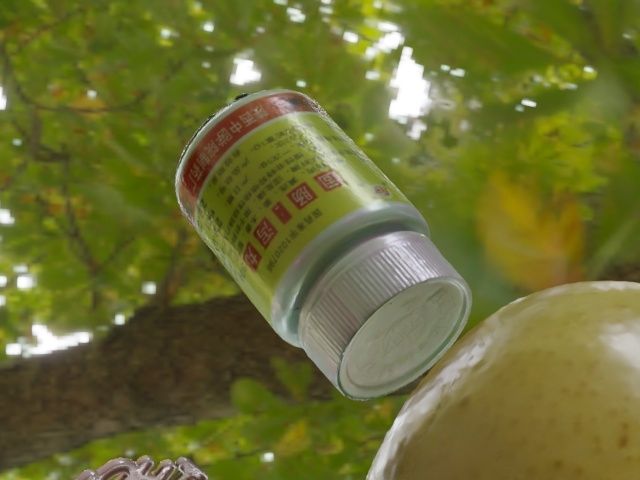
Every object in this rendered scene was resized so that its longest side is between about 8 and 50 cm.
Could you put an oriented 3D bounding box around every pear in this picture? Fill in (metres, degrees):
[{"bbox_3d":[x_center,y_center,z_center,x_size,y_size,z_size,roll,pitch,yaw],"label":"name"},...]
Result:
[{"bbox_3d":[0.187,0.194,1.032,0.348,0.348,0.348,-2,-94,36],"label":"pear"}]

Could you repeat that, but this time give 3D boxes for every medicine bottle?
[{"bbox_3d":[0.000,0.000,1.236,0.225,0.139,0.139,49,-65,33],"label":"medicine bottle"}]

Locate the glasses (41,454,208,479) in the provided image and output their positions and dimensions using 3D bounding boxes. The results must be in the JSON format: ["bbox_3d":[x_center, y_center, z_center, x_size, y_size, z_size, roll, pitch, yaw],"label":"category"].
[{"bbox_3d":[-0.086,0.217,0.922,0.162,0.255,0.095,-50,-136,-8],"label":"glasses"}]
